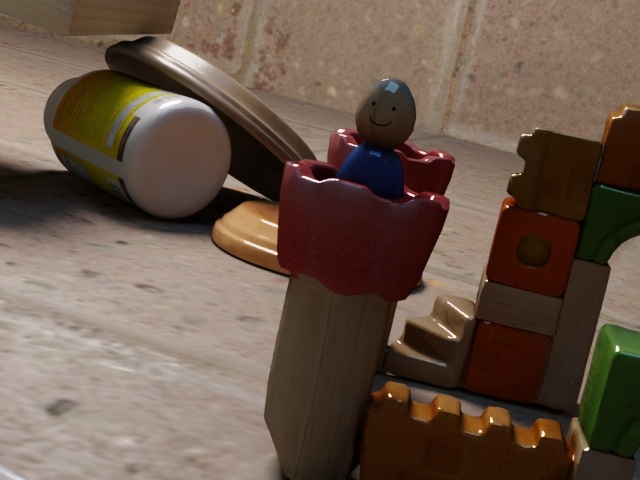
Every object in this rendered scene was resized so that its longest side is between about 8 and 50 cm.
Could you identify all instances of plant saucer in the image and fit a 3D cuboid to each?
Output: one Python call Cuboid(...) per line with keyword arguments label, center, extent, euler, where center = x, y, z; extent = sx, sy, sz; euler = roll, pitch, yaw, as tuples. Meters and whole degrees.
Cuboid(label="plant saucer", center=(-0.104, -0.124, 1.320), extent=(0.278, 0.041, 0.278), euler=(35, -10, 7))
Cuboid(label="plant saucer", center=(0.000, 0.000, 1.163), extent=(0.200, 0.037, 0.200), euler=(12, 11, -2))

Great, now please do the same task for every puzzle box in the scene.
Cuboid(label="puzzle box", center=(-0.365, -0.287, 1.219), extent=(0.409, 0.052, 0.272), euler=(20, 14, 8))

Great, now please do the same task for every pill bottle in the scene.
Cuboid(label="pill bottle", center=(-0.191, -0.102, 1.250), extent=(0.117, 0.117, 0.215), euler=(3, 15, -41))

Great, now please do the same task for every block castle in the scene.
Cuboid(label="block castle", center=(0.206, 0.040, 0.724), extent=(0.453, 0.213, 0.303), euler=(13, 11, 4))

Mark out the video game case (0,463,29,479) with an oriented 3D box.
Cuboid(label="video game case", center=(-0.224, 0.093, 0.454), extent=(0.227, 0.026, 0.206), euler=(20, 13, 31))
